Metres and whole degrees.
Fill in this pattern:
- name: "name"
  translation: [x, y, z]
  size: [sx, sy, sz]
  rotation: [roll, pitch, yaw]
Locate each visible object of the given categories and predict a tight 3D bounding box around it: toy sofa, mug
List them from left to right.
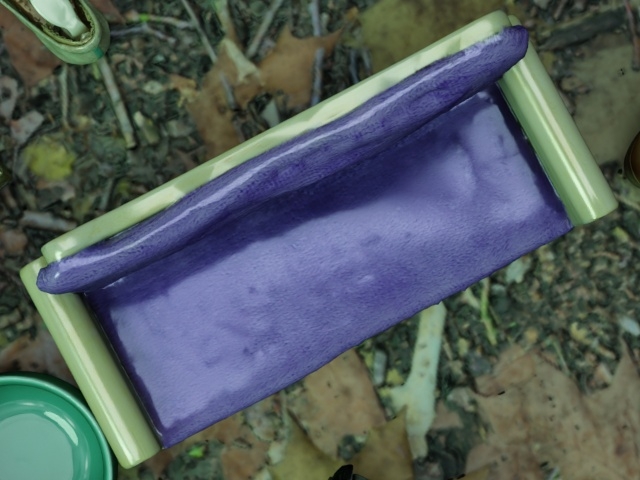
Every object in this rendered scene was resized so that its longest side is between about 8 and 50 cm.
- name: "mug"
  translation: [-0.213, 0.148, 1.210]
  size: [0.158, 0.097, 0.129]
  rotation: [15, 88, -2]
- name: "toy sofa"
  translation: [0.000, 0.000, 1.186]
  size: [0.363, 0.177, 0.150]
  rotation: [-28, 90, -4]

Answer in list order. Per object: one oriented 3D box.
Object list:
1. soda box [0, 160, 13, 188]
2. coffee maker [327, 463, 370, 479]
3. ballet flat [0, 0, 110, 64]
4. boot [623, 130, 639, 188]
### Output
- name: "soda box"
  translation: [-0.297, -0.009, 1.228]
  size: [0.181, 0.061, 0.058]
  rotation: [-39, 90, -3]
- name: "coffee maker"
  translation: [0.052, 0.262, 1.223]
  size: [0.178, 0.120, 0.171]
  rotation: [30, 110, -1]
- name: "ballet flat"
  translation: [-0.208, -0.187, 1.242]
  size: [0.168, 0.052, 0.057]
  rotation: [40, 87, -1]
- name: "boot"
  translation: [0.276, -0.115, 1.213]
  size: [0.073, 0.152, 0.197]
  rotation: [27, 87, -2]
